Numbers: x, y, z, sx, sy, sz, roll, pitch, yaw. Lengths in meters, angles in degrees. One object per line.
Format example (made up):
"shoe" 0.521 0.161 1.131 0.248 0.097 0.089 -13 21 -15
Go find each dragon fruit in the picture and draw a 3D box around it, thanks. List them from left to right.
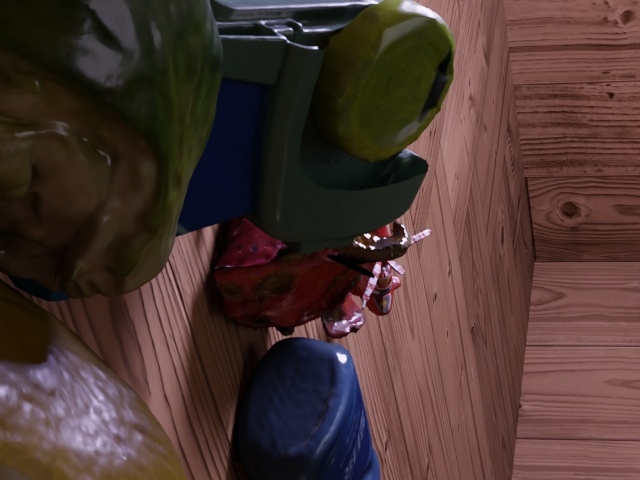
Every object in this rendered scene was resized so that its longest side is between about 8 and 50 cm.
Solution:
"dragon fruit" 0.000 0.000 1.462 0.211 0.134 0.262 88 10 -47

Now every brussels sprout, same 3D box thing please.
"brussels sprout" -0.111 -0.069 0.729 0.183 0.131 0.145 77 14 -54

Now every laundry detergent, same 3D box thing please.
"laundry detergent" 0.005 0.210 1.534 0.290 0.094 0.143 67 32 -56

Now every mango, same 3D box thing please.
"mango" -0.166 0.087 0.720 0.331 0.142 0.195 52 6 -47

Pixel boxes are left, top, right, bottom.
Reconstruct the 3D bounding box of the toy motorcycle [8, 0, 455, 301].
"toy motorcycle" -0.099 -0.072 0.937 0.326 0.191 0.199 -12 127 -42

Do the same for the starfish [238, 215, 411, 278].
"starfish" -0.018 -0.112 1.206 0.312 0.113 0.303 9 -64 64

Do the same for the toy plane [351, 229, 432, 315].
"toy plane" 0.037 -0.014 1.753 0.194 0.126 0.077 58 -25 8
